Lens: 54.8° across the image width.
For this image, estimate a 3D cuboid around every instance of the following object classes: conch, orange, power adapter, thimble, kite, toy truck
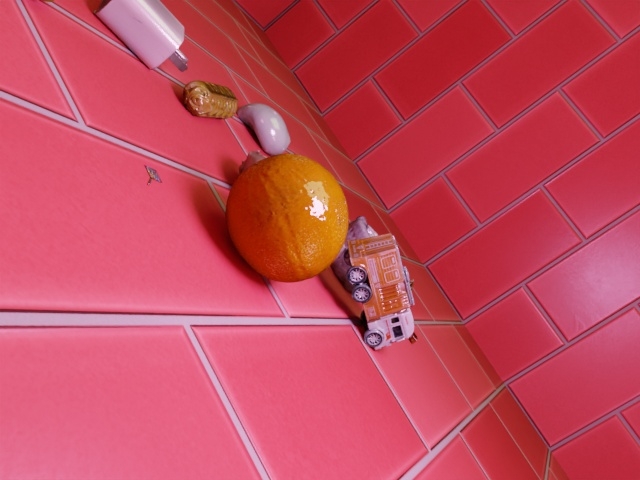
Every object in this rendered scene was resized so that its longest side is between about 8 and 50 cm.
[{"bbox_3d":[-0.189,-0.388,2.117,0.221,0.121,0.185,52,-17,15],"label":"conch"},{"bbox_3d":[-0.069,-0.046,1.310,0.274,0.274,0.274,49,14,-17],"label":"orange"},{"bbox_3d":[-0.440,-0.548,1.608,0.255,0.124,0.187,44,17,-31],"label":"power adapter"},{"bbox_3d":[0.129,0.057,1.945,0.217,0.157,0.245,40,19,-51],"label":"thimble"},{"bbox_3d":[-0.321,-0.120,1.197,0.044,0.002,0.078,40,17,-44],"label":"kite"},{"bbox_3d":[0.169,0.139,1.697,0.136,0.162,0.305,-95,170,-66],"label":"toy truck"}]

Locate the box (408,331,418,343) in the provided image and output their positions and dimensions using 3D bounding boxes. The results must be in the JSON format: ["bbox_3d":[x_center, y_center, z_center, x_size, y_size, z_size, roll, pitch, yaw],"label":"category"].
[{"bbox_3d":[0.309,0.320,2.169,0.082,0.023,0.051,54,14,5],"label":"box"}]

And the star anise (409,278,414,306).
[{"bbox_3d":[0.285,0.225,2.246,0.140,0.158,0.144,58,-30,30],"label":"star anise"}]

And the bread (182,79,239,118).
[{"bbox_3d":[-0.311,-0.395,1.745,0.087,0.098,0.269,12,11,9],"label":"bread"}]

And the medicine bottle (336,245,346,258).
[{"bbox_3d":[0.000,0.000,1.682,0.132,0.088,0.188,54,-6,-2],"label":"medicine bottle"}]

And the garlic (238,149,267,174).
[{"bbox_3d":[-0.088,-0.141,1.592,0.292,0.210,0.237,49,-8,51],"label":"garlic"}]
